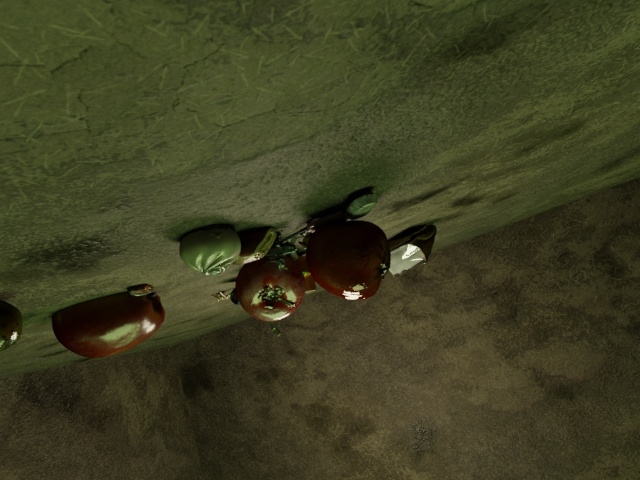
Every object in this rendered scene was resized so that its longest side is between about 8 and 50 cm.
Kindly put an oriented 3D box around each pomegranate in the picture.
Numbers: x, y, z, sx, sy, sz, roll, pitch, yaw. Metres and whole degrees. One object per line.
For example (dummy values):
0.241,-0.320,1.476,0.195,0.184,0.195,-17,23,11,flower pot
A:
-0.916,0.237,1.302,0.159,0.159,0.205,-12,-168,-24,pomegranate

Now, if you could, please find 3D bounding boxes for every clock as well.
-0.142,0.162,2.051,0.309,0.166,0.235,-15,170,26,clock

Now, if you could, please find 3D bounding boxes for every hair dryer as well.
-0.245,0.269,2.224,0.119,0.298,0.296,-46,-176,40,hair dryer

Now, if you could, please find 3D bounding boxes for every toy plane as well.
-0.166,0.035,1.545,0.188,0.135,0.062,-6,-172,-6,toy plane

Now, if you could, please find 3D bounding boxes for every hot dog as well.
0.124,-0.108,1.473,0.099,0.053,0.192,-17,172,-6,hot dog

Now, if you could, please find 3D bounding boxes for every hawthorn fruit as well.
0.067,0.050,1.567,0.330,0.287,0.287,15,-178,24,hawthorn fruit

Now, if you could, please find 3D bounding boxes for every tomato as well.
-0.193,0.174,1.814,0.270,0.270,0.227,-16,-157,-7,tomato

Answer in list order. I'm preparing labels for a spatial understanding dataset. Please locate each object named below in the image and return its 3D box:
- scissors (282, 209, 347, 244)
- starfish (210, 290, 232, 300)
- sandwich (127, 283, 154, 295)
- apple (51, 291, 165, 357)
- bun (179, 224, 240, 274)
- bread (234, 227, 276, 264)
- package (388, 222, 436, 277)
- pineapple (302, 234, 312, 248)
-0.034,-0.033,1.643,0.317,0.024,0.160,-24,167,29,scissors
-0.476,0.274,2.356,0.130,0.041,0.133,-20,168,2,starfish
-0.653,0.180,1.699,0.069,0.026,0.101,-18,168,4,sandwich
-0.803,0.300,1.814,0.364,0.295,0.329,-17,-154,0,apple
-0.309,0.037,1.334,0.172,0.120,0.173,-15,168,-3,bun
-0.226,0.027,1.454,0.192,0.119,0.067,-15,126,0,bread
0.420,0.031,2.390,0.165,0.221,0.311,28,154,-14,package
0.000,0.000,1.740,0.137,0.069,0.116,-15,169,-7,pineapple
